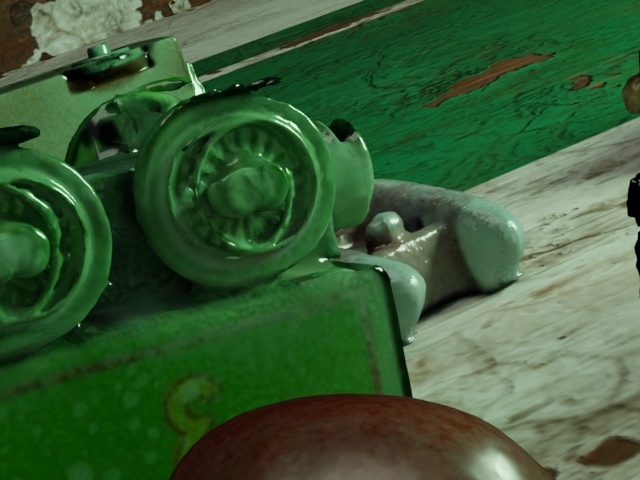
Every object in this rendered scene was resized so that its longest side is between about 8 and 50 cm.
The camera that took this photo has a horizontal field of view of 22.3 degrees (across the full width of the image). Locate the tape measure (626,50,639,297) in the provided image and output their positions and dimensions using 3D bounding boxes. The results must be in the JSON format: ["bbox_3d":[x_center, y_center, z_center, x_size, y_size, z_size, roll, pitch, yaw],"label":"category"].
[{"bbox_3d":[0.195,0.010,0.483,0.199,0.186,0.112,-9,21,14],"label":"tape measure"}]

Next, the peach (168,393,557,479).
[{"bbox_3d":[0.006,0.113,0.415,0.152,0.152,0.152,-16,15,4],"label":"peach"}]

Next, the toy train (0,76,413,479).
[{"bbox_3d":[-0.083,0.036,0.653,0.243,0.188,0.132,-14,9,-25],"label":"toy train"}]

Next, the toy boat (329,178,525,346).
[{"bbox_3d":[0.000,0.000,0.921,0.155,0.085,0.227,-29,19,-36],"label":"toy boat"}]

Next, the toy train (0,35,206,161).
[{"bbox_3d":[-0.258,-0.083,1.429,0.326,0.129,0.159,-22,10,-17],"label":"toy train"}]

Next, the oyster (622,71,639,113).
[{"bbox_3d":[0.366,-0.153,1.070,0.361,0.096,0.221,-13,8,5],"label":"oyster"}]
